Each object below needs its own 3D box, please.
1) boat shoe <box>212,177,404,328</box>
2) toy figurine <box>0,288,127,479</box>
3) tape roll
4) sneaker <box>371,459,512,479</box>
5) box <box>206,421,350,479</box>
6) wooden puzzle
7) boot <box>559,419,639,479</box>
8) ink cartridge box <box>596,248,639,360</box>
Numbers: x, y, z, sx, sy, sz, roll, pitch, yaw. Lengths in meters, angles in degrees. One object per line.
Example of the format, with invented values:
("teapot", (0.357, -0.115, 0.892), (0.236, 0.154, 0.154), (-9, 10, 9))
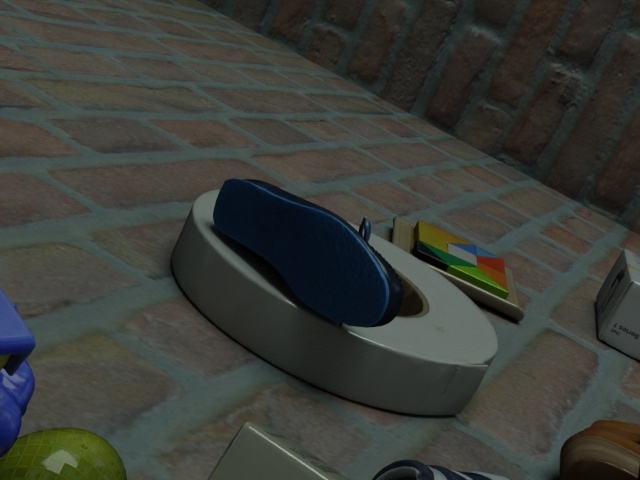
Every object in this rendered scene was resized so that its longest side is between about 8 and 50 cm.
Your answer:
("boat shoe", (0.000, 0.000, 1.073), (0.089, 0.109, 0.258), (11, 23, -49))
("toy figurine", (-0.180, 0.098, 0.515), (0.191, 0.217, 0.362), (37, 19, 36))
("tape roll", (0.020, 0.062, 1.220), (0.391, 0.072, 0.392), (24, 17, -8))
("sneaker", (0.137, 0.248, 0.743), (0.153, 0.099, 0.282), (21, 8, -35))
("box", (0.051, 0.225, 0.645), (0.275, 0.094, 0.113), (31, -7, 16))
("wooden puzzle", (0.217, 0.033, 1.686), (0.220, 0.044, 0.239), (25, 15, -3))
("boot", (0.373, 0.277, 1.065), (0.283, 0.109, 0.220), (23, 10, 18))
("ink cartridge box", (0.589, 0.131, 1.817), (0.201, 0.117, 0.278), (28, 16, 7))
